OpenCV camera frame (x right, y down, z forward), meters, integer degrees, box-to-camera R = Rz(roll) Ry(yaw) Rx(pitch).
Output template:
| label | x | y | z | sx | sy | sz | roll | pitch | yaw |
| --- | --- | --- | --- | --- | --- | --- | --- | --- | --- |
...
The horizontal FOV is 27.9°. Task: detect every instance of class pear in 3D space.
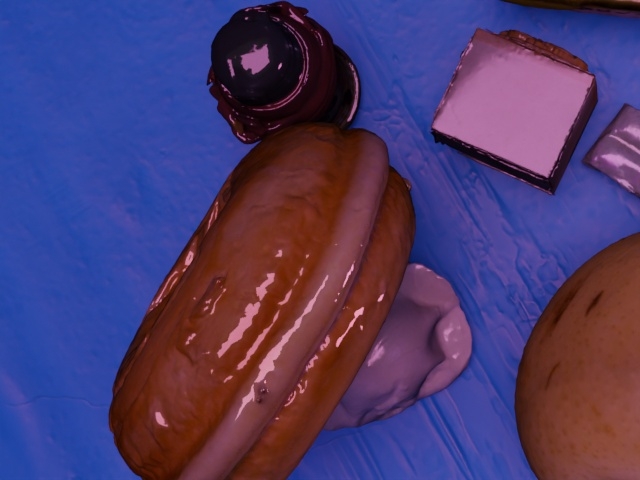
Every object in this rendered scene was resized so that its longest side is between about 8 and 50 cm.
| label | x | y | z | sx | sy | sz | roll | pitch | yaw |
| --- | --- | --- | --- | --- | --- | --- | --- | --- | --- |
| pear | 0.369 | 0.147 | 1.265 | 0.348 | 0.348 | 0.348 | -1 | 87 | 14 |

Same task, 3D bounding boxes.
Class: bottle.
| label | x | y | z | sx | sy | sz | roll | pitch | yaw |
| --- | --- | --- | --- | --- | --- | --- | --- | --- | --- |
| bottle | -0.050 | -0.177 | 1.413 | 0.143 | 0.271 | 0.156 | 6 | 89 | 14 |

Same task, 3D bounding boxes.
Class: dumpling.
| label | x | y | z | sx | sy | sz | roll | pitch | yaw |
| --- | --- | --- | --- | --- | --- | --- | --- | --- | --- |
| dumpling | 0.079 | 0.138 | 1.457 | 0.151 | 0.124 | 0.229 | 38 | 104 | -24 |

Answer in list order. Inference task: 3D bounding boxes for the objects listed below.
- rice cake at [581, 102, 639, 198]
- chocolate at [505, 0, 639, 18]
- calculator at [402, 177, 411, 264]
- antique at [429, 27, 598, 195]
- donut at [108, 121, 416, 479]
| label | x | y | z | sx | sy | sz | roll | pitch | yaw |
| --- | --- | --- | --- | --- | --- | --- | --- | --- | --- |
| rice cake | 0.404 | -0.058 | 1.413 | 0.226 | 0.040 | 0.085 | 36 | 95 | 13 |
| chocolate | 0.342 | -0.385 | 1.397 | 0.288 | 0.137 | 0.301 | 9 | 88 | 14 |
| calculator | 0.000 | 0.000 | 1.518 | 0.236 | 0.033 | 0.157 | -5 | 87 | 16 |
| antique | 0.217 | -0.145 | 1.409 | 0.146 | 0.152 | 0.148 | 27 | 92 | 13 |
| donut | -0.061 | 0.077 | 1.306 | 0.198 | 0.449 | 0.449 | 30 | 95 | -9 |
